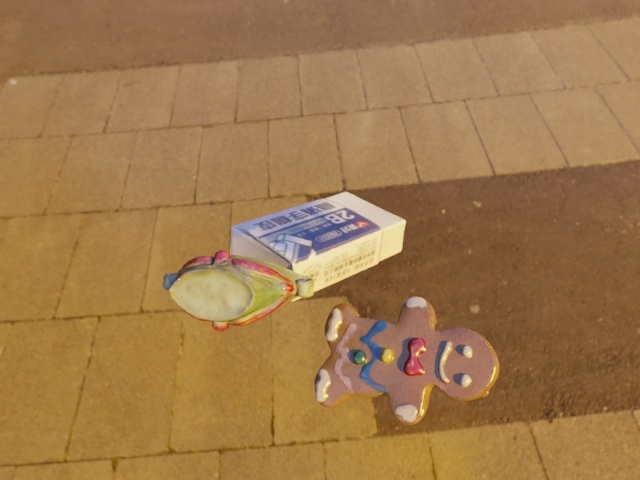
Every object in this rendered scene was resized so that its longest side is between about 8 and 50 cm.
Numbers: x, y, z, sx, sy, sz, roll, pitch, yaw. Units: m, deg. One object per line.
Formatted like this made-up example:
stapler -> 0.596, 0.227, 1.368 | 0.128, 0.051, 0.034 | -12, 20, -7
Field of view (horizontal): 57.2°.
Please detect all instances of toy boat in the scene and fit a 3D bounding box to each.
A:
toy boat -> -0.103, 0.053, 0.644 | 0.185, 0.089, 0.071 | 2, 7, 17

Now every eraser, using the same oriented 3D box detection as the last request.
eraser -> 0.000, 0.000, 0.779 | 0.210, 0.068, 0.124 | -21, 36, -39

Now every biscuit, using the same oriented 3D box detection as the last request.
biscuit -> 0.089, 0.127, 0.639 | 0.205, 0.031, 0.138 | 1, 68, 29
